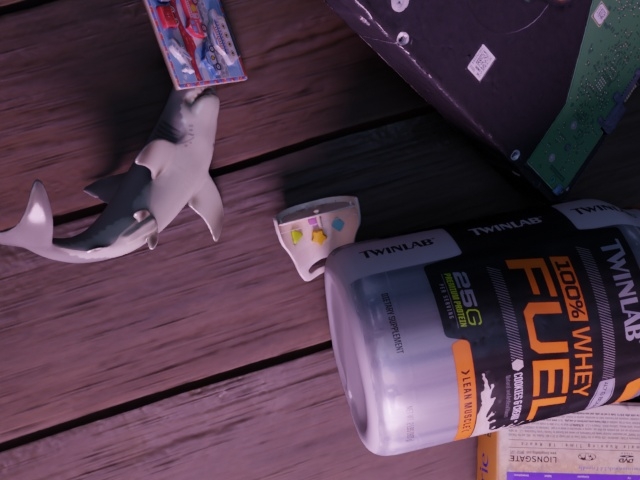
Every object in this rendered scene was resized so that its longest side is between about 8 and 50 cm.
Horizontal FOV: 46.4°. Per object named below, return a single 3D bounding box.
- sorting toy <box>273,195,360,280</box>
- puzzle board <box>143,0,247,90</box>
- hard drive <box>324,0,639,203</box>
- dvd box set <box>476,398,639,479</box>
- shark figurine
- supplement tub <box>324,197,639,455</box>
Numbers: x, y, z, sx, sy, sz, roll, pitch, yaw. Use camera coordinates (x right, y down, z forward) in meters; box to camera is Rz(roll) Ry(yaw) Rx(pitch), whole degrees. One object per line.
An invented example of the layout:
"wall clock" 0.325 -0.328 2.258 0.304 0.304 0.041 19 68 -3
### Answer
"sorting toy" 0.000 0.000 0.733 0.083 0.045 0.075 -15 104 -7
"puzzle board" -0.117 -0.203 0.677 0.011 0.096 0.128 -15 96 38
"hard drive" 0.175 -0.209 0.653 0.339 0.064 0.236 33 91 -37
"dvd box set" 0.308 0.373 0.757 0.308 0.062 0.420 3 83 -8
"shark figurine" -0.188 -0.038 0.660 0.116 0.278 0.166 12 129 28
"supplement tub" 0.174 0.070 0.685 0.316 0.193 0.193 -12 96 -7
